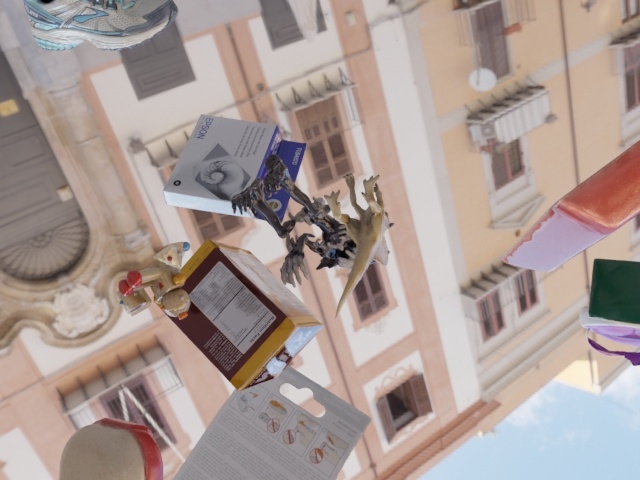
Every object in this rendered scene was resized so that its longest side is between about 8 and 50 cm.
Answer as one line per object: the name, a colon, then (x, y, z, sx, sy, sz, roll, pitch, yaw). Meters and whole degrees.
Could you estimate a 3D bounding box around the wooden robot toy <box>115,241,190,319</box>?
wooden robot toy: (-0.200, 0.070, 0.739, 0.173, 0.079, 0.076, -38, 173, 41)

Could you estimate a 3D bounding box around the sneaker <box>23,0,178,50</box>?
sneaker: (-0.386, -0.399, 1.019, 0.283, 0.122, 0.110, 0, -137, 12)

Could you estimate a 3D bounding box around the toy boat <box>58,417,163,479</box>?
toy boat: (-0.216, 0.326, 0.700, 0.151, 0.231, 0.151, -3, 171, 41)

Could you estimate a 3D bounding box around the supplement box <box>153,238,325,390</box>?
supplement box: (-0.122, 0.118, 0.962, 0.129, 0.194, 0.191, -48, 166, 4)

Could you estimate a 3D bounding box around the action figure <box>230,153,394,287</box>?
action figure: (0.000, 0.000, 0.887, 0.164, 0.275, 0.141, -29, -140, 35)

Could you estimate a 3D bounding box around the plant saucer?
plant saucer: (0.308, -0.061, 0.569, 0.258, 0.048, 0.259, -36, 167, -1)

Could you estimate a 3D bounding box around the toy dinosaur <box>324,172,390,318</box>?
toy dinosaur: (0.045, -0.011, 0.570, 0.053, 0.093, 0.183, -15, -158, 24)

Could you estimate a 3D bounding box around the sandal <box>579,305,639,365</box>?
sandal: (0.643, 0.212, 1.261, 0.169, 0.102, 0.416, -3, 164, 43)

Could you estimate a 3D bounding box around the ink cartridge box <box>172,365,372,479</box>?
ink cartridge box: (-0.107, 0.467, 1.233, 0.308, 0.091, 0.385, 25, -108, 31)

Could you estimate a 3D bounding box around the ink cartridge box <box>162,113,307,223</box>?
ink cartridge box: (-0.156, -0.143, 1.138, 0.224, 0.045, 0.223, 10, -127, 6)

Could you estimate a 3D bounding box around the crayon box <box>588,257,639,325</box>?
crayon box: (0.663, 0.103, 0.932, 0.363, 0.106, 0.313, 9, 176, -38)
